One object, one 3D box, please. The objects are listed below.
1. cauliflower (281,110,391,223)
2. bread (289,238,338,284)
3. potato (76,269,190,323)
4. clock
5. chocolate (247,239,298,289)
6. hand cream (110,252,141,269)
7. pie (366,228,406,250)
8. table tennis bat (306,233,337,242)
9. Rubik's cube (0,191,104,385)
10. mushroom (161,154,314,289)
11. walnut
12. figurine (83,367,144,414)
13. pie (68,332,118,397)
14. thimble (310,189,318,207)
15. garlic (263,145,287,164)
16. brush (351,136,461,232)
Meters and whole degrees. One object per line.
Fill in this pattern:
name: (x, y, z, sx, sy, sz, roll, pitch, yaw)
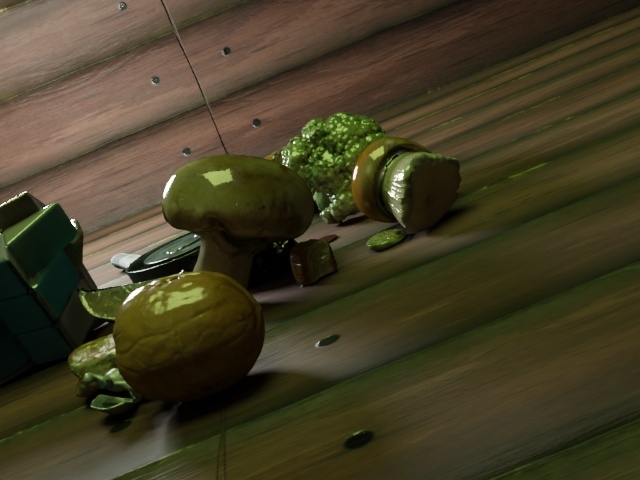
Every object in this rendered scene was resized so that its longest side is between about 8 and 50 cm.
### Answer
cauliflower: (0.061, -0.152, 1.937, 0.327, 0.281, 0.260, 1, 34, -10)
bread: (-0.019, 0.038, 1.558, 0.077, 0.070, 0.083, -26, 11, -18)
potato: (-0.370, 0.145, 1.694, 0.261, 0.120, 0.100, -11, 59, 17)
clock: (-0.342, 0.036, 2.104, 0.319, 0.066, 0.319, -21, 14, 5)
chocolate: (-0.157, -0.009, 1.743, 0.206, 0.177, 0.224, -15, 16, 28)
hand cream: (-0.534, 0.066, 2.335, 0.079, 0.048, 0.255, -28, 15, -28)
pie: (0.126, -0.001, 1.591, 0.085, 0.017, 0.085, -19, 15, 5)
table tennis bat: (0.000, 0.000, 1.812, 0.083, 0.007, 0.050, -9, 19, 39)
Rubik's cube: (-0.658, 0.098, 1.781, 0.358, 0.387, 0.368, -29, 32, -11)
mushroom: (-0.157, -0.013, 1.541, 0.292, 0.290, 0.292, 6, -3, 0)
walnut: (-0.187, 0.137, 1.188, 0.222, 0.195, 0.195, -21, 13, 8)
figurine: (-0.310, 0.226, 1.259, 0.086, 0.082, 0.094, -5, 3, -41)
pie: (-0.340, 0.199, 1.408, 0.179, 0.084, 0.205, -20, 7, -3)
thimble: (-0.003, -0.165, 2.158, 0.150, 0.150, 0.098, -25, 57, -13)
garlic: (-0.162, -0.139, 2.231, 0.228, 0.110, 0.217, -60, 8, 35)
brush: (0.203, -0.114, 1.646, 0.267, 0.174, 0.166, -5, 17, -43)
